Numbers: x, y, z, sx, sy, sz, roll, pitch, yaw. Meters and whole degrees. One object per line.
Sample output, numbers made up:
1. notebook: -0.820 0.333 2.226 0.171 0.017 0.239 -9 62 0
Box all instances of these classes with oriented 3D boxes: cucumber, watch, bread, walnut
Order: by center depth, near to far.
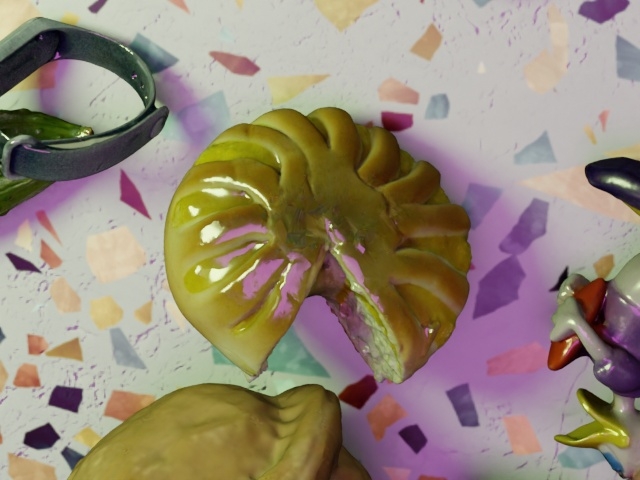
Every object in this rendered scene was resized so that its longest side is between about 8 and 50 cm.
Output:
1. bread: 0.000 0.000 1.791 0.333 0.160 0.333 2 78 -7
2. walnut: -0.106 0.338 1.791 0.383 0.383 0.383 1 101 6
3. watch: -0.281 -0.146 1.817 0.193 0.206 0.068 35 143 14
4. cucumber: -0.365 -0.086 1.872 0.244 0.134 0.134 -16 99 5

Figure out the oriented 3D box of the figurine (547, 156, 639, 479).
1. figurine: 0.341 0.109 1.815 0.193 0.154 0.421 13 105 7
